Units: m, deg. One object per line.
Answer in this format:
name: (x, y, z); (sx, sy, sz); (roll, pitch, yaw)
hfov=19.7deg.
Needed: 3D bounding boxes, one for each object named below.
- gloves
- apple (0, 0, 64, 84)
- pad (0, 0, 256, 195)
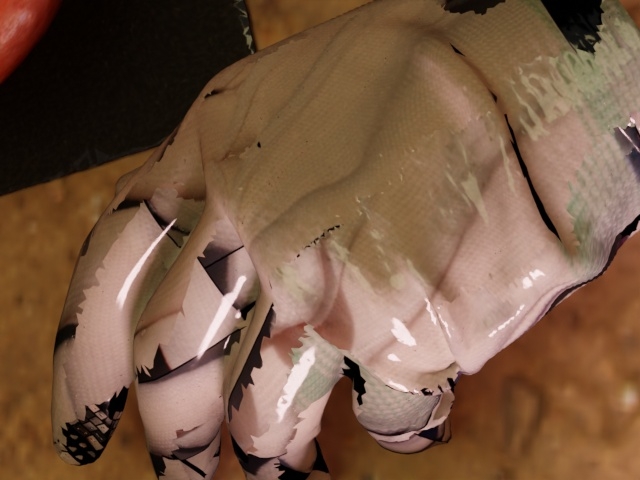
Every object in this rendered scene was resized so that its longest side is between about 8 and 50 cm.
gloves: (-0.001, 0.001, 0.519); (0.212, 0.111, 0.127); (-35, 76, 11)
apple: (-0.169, -0.120, 0.541); (0.209, 0.164, 0.209); (0, 94, 0)
pad: (-0.101, -0.124, 0.623); (0.143, 0.003, 0.211); (-15, 80, 22)
